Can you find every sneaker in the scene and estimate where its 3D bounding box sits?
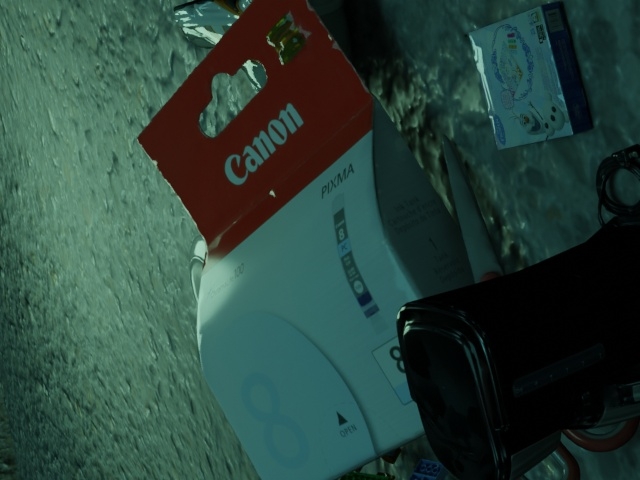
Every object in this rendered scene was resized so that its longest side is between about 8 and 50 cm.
[{"bbox_3d":[-0.055,-0.177,1.129,0.262,0.099,0.121,14,122,62],"label":"sneaker"}]

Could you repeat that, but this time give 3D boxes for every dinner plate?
[{"bbox_3d":[-0.139,0.063,1.521,0.141,0.017,0.141,44,143,46],"label":"dinner plate"}]

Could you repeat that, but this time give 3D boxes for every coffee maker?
[{"bbox_3d":[0.143,0.051,0.771,0.171,0.178,0.120,68,153,11],"label":"coffee maker"}]

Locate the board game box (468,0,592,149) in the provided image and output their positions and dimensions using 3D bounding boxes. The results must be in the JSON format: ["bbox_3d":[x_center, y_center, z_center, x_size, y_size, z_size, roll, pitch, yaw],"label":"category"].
[{"bbox_3d":[0.145,-0.113,0.850,0.090,0.020,0.090,-6,100,63],"label":"board game box"}]

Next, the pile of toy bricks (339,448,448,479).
[{"bbox_3d":[0.070,0.256,1.152,0.212,0.118,0.105,0,139,52],"label":"pile of toy bricks"}]

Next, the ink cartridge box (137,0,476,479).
[{"bbox_3d":[-0.030,0.011,1.049,0.385,0.091,0.308,58,139,6],"label":"ink cartridge box"}]

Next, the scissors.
[{"bbox_3d":[0.124,0.051,0.902,0.297,0.109,0.021,60,-177,27],"label":"scissors"}]
